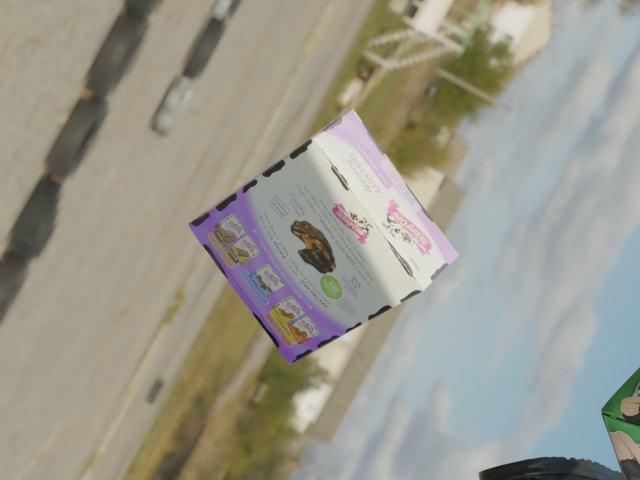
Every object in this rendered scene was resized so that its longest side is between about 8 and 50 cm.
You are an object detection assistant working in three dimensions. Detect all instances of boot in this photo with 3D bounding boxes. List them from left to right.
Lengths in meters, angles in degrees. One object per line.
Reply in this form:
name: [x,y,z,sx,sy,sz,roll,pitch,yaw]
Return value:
boot: [0.257,0.326,1.521,0.094,0.246,0.207,-23,-120,37]

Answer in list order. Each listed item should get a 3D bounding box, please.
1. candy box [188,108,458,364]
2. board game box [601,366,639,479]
candy box: [0.000,0.000,1.413,0.196,0.165,0.070,-31,-174,44]
board game box: [0.269,0.210,0.744,0.046,0.213,0.317,-43,126,-30]
